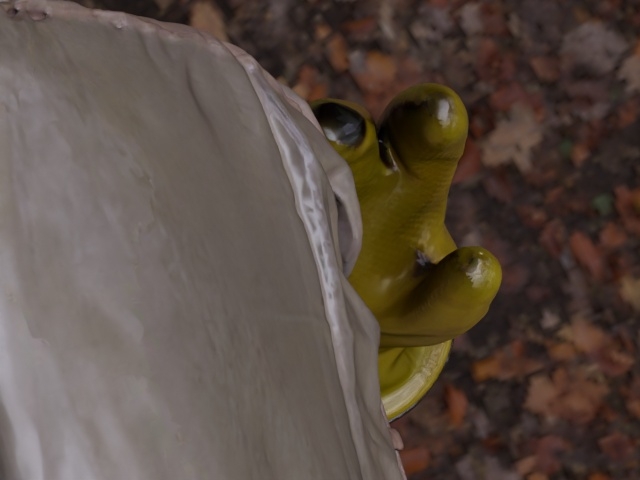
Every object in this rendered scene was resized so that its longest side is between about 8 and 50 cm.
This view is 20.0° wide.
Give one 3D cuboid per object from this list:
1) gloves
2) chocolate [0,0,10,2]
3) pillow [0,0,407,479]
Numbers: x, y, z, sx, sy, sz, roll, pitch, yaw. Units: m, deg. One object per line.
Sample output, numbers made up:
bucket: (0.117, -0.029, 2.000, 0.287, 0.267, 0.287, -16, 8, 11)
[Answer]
gloves: (-0.001, 0.000, 0.776, 0.133, 0.294, 0.116, -16, 73, -1)
chocolate: (-0.208, -0.033, 1.024, 0.237, 0.235, 0.108, 34, 46, -7)
pillow: (-0.025, 0.073, 0.410, 0.173, 0.067, 0.270, -8, 82, -57)
